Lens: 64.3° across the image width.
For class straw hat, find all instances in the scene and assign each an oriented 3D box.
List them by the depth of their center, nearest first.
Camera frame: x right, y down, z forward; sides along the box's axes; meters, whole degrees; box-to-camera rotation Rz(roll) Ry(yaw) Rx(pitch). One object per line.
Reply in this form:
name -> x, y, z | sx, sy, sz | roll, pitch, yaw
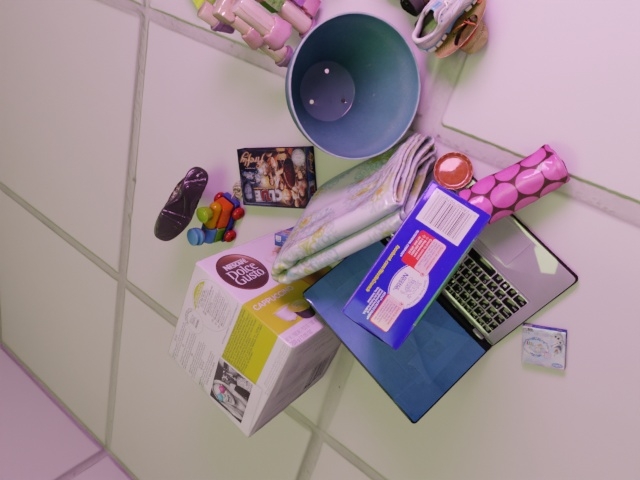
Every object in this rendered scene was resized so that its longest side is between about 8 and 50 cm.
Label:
straw hat -> 0.300, -0.411, 1.016 | 0.061, 0.145, 0.144 | 28, 130, -23

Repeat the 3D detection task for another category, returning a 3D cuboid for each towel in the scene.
towel -> 0.071, -0.078, 1.132 | 0.374, 0.321, 0.090 | -29, 109, 38

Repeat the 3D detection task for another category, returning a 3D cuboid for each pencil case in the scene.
pencil case -> 0.382, -0.111, 1.024 | 0.209, 0.098, 0.095 | -28, 120, 24

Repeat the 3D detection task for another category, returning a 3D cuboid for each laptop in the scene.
laptop -> 0.244, 0.101, 1.115 | 0.382, 0.236, 0.408 | 47, 126, 13

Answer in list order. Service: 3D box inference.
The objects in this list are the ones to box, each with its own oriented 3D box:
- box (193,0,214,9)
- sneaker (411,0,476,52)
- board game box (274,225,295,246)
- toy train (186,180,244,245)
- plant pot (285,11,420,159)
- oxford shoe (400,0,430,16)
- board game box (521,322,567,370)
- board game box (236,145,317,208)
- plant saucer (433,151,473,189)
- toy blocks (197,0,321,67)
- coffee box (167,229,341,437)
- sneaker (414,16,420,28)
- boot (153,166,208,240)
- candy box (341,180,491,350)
box -> -0.296, -0.722, 1.363 | 0.178, 0.042, 0.109 | -34, 84, 37
sneaker -> 0.242, -0.452, 0.979 | 0.071, 0.083, 0.191 | 40, 117, 15
board game box -> 0.000, 0.000, 1.321 | 0.201, 0.136, 0.035 | 13, 111, 33
toy train -> -0.304, -0.095, 1.504 | 0.105, 0.143, 0.248 | 38, 123, 20
plant pot -> 0.046, -0.333, 1.126 | 0.195, 0.289, 0.291 | -142, 47, -67
oxford shoe -> 0.168, -0.560, 1.062 | 0.096, 0.082, 0.227 | -42, 62, 10
board game box -> 0.489, 0.232, 1.117 | 0.090, 0.020, 0.090 | 6, 107, 34
board game box -> -0.122, -0.175, 1.412 | 0.243, 0.042, 0.165 | 5, 108, 34
plant saucer -> 0.289, -0.151, 1.110 | 0.083, 0.013, 0.084 | -2, 84, 15
toy blocks -> -0.088, -0.558, 1.184 | 0.309, 0.260, 0.289 | 27, 91, 53
coffee box -> -0.148, 0.227, 1.371 | 0.334, 0.337, 0.338 | 37, 123, 21
sneaker -> 0.245, -0.492, 1.051 | 0.135, 0.052, 0.058 | -38, 72, 30
boot -> -0.416, -0.107, 1.525 | 0.085, 0.178, 0.237 | 31, 84, -17
candy box -> 0.184, 0.053, 0.961 | 0.122, 0.317, 0.268 | 35, 94, 12
